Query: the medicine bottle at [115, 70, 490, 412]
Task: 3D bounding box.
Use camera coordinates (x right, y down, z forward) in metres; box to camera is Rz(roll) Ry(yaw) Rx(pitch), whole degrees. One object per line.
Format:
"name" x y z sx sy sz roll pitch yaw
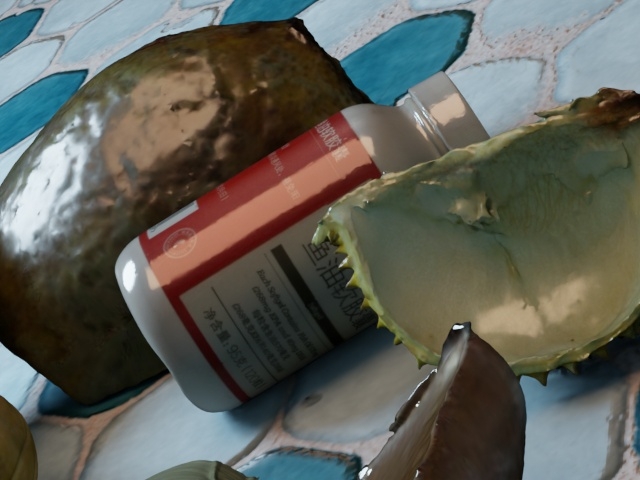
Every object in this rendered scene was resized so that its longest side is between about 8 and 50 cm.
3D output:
"medicine bottle" 0.000 0.000 1.280 0.250 0.131 0.131 -31 23 2

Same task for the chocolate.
"chocolate" 0.041 0.171 0.930 0.161 0.083 0.261 -56 5 39

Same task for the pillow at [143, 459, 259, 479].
"pillow" -0.110 0.212 0.912 0.255 0.120 0.322 -46 2 -5

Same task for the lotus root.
"lotus root" -0.109 -0.023 1.427 0.314 0.210 0.142 -41 10 12

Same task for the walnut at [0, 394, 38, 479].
"walnut" -0.276 0.165 1.268 0.197 0.165 0.165 -43 25 -16

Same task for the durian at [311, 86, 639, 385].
"durian" 0.128 -0.001 1.116 0.252 0.139 0.144 -19 31 27
